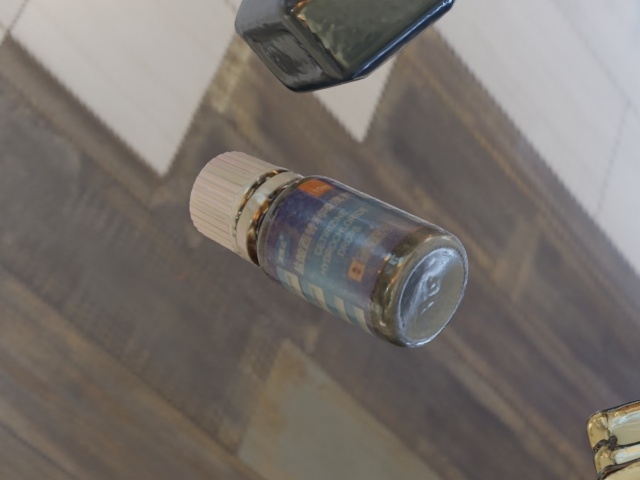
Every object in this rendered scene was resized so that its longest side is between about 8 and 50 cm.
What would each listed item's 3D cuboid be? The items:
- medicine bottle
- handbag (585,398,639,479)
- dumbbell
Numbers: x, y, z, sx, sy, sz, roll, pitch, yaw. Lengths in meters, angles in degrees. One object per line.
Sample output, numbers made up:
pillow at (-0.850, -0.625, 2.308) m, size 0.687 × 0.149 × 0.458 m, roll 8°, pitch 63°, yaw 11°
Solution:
medicine bottle at (0.000, 0.000, 1.000) m, size 0.083 × 0.203 × 0.083 m, roll -23°, pitch 125°, yaw -38°
handbag at (0.452, 0.243, 1.393) m, size 0.160 × 0.358 × 0.237 m, roll -79°, pitch 148°, yaw -72°
dumbbell at (-0.050, -0.241, 0.844) m, size 0.325 × 0.160 × 0.144 m, roll 49°, pitch 13°, yaw -17°
